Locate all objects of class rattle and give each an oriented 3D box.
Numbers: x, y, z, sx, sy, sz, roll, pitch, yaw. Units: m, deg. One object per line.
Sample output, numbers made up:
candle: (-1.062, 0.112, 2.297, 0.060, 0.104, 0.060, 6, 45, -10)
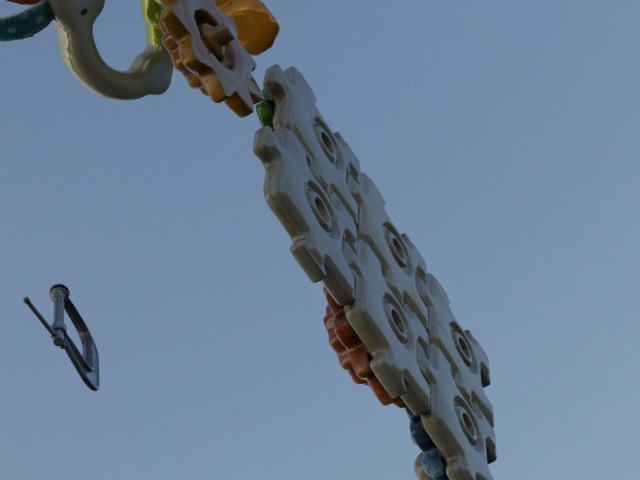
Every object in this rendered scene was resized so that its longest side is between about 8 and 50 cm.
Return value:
rattle: (-0.157, -0.175, 1.304, 0.199, 0.142, 0.130, 23, -84, -51)

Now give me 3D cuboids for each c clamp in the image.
c clamp: (-0.266, 0.092, 1.747, 0.022, 0.161, 0.137, -29, -74, 2)

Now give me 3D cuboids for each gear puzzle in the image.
gear puzzle: (0.000, 0.000, 0.902, 0.044, 0.175, 0.339, -27, -65, 17)
